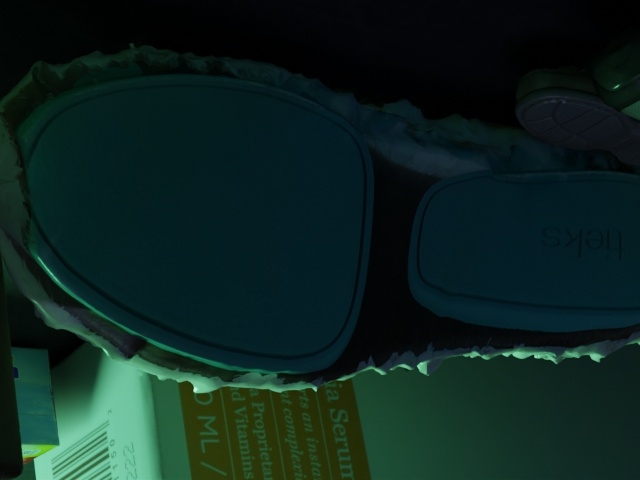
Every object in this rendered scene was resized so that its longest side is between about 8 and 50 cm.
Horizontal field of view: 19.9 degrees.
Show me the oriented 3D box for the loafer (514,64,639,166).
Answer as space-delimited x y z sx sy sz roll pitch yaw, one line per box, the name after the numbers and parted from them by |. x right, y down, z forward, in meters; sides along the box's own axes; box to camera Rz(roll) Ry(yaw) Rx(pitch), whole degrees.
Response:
0.136 -0.065 0.868 0.125 0.039 0.045 15 152 -41 | loafer

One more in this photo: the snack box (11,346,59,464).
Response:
-0.288 0.122 1.105 0.174 0.070 0.207 9 151 -41 | snack box

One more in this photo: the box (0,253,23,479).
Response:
-0.257 0.053 0.812 0.168 0.167 0.203 8 152 -37 | box

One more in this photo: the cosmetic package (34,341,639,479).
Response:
0.056 0.181 1.189 0.453 0.230 0.161 5 154 -34 | cosmetic package

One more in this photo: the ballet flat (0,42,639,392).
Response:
0.000 0.000 0.855 0.409 0.147 0.147 9 152 -39 | ballet flat

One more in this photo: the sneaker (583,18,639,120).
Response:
0.233 -0.054 0.840 0.271 0.108 0.100 10 153 -38 | sneaker
